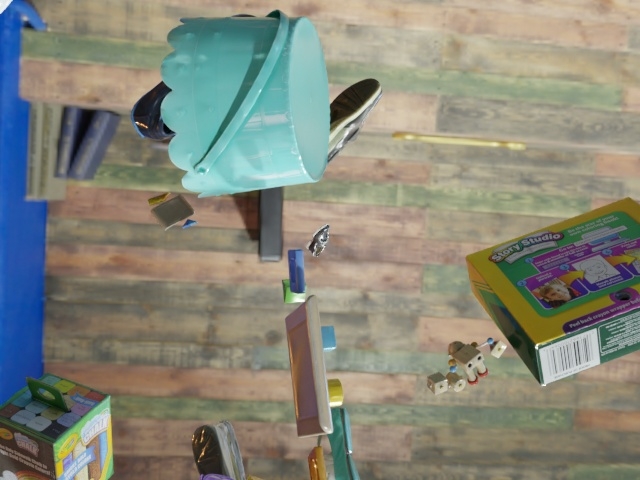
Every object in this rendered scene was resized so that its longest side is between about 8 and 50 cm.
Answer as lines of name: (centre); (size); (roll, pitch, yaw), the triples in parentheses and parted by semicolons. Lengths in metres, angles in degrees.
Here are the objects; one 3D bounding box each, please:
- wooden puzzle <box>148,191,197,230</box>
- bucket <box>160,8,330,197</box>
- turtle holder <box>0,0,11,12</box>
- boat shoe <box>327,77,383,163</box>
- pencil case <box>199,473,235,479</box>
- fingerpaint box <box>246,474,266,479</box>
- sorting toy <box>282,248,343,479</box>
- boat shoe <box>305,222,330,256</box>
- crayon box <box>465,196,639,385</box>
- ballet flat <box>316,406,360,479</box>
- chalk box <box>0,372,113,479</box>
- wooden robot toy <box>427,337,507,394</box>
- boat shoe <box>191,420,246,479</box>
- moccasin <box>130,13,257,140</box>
wooden puzzle: (-0.297, -0.057, 1.505); (0.078, 0.014, 0.116); (-27, -128, -11)
bucket: (-0.099, -0.202, 1.108); (0.183, 0.281, 0.281); (-2, -177, 14)
turtle holder: (-0.440, -0.281, 0.731); (0.243, 0.320, 0.227); (3, 149, 39)
boat shoe: (0.044, -0.230, 1.512); (0.073, 0.223, 0.080); (43, -177, -44)
pencil case: (-0.202, 0.513, 1.314); (0.088, 0.206, 0.086); (21, -170, -2)
fingerpaint box: (-0.060, 0.786, 1.601); (0.371, 0.445, 0.163); (24, 170, -16)
sorting toy: (-0.007, 0.183, 1.055); (0.047, 0.348, 0.196); (-3, 165, -13)
boat shoe: (0.000, 0.000, 1.797); (0.046, 0.038, 0.125); (-28, 166, -32)
crayon box: (0.500, 0.081, 1.399); (0.362, 0.106, 0.313); (-19, -150, -3)
ballet flat: (0.038, 0.489, 1.673); (0.087, 0.083, 0.247); (-20, -136, 7)
chalk box: (-0.569, 0.410, 1.595); (0.180, 0.289, 0.179); (16, -153, 19)
wooden robot toy: (0.267, 0.229, 1.428); (0.173, 0.076, 0.079); (-33, -145, -14)
boat shoe: (-0.216, 0.590, 1.775); (0.118, 0.321, 0.103); (-25, 166, 29)
moccasin: (-0.212, -0.308, 1.473); (0.116, 0.342, 0.138); (24, 160, 45)
